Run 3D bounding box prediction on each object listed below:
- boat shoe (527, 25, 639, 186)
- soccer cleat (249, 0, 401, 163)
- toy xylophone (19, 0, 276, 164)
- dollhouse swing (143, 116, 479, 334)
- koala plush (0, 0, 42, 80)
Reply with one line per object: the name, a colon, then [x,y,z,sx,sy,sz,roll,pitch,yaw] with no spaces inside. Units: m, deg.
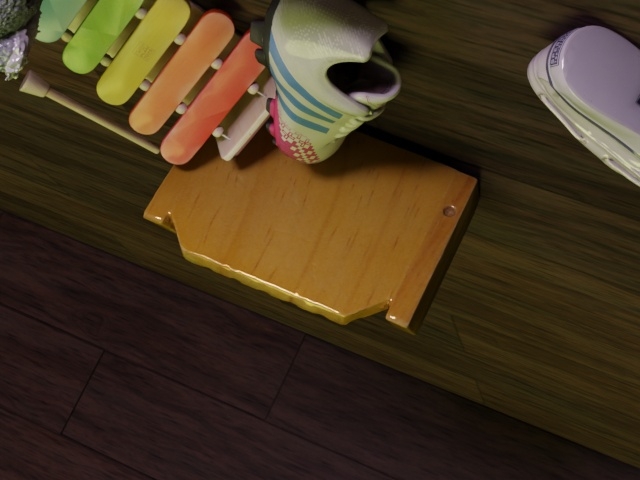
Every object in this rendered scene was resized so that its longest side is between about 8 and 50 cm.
boat shoe: [0.297,-0.088,1.015,0.267,0.096,0.088,30,169,-14]
soccer cleat: [0.017,-0.153,1.216,0.143,0.116,0.331,23,165,14]
toy xylophone: [-0.209,-0.202,1.302,0.323,0.236,0.081,24,-148,-18]
dollhouse swing: [0.000,0.000,1.503,0.347,0.315,0.305,22,152,12]
koala plush: [-0.292,-0.276,1.065,0.203,0.221,0.196,7,157,40]
